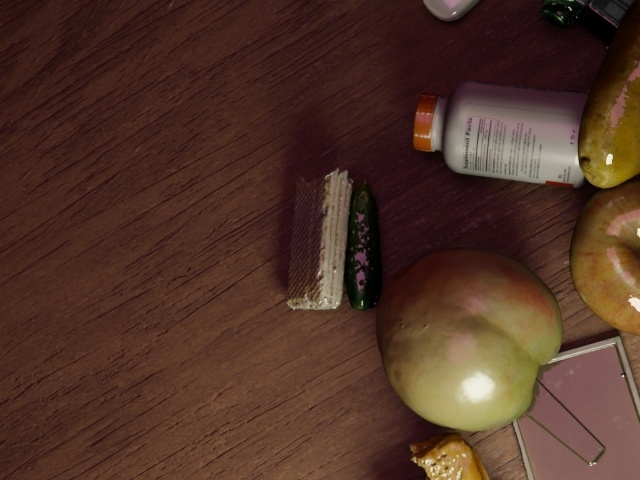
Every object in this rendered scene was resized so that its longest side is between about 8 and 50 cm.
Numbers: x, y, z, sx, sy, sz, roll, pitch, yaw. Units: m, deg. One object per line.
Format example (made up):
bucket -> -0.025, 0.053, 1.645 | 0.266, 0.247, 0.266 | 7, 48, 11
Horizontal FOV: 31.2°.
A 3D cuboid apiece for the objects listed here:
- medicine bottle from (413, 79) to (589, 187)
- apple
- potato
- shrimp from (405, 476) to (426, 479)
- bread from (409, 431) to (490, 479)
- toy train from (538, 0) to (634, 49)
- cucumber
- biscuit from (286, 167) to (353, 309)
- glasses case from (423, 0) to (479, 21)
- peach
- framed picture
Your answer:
medicine bottle -> 0.301, -0.180, 1.886 | 0.288, 0.157, 0.157 | 8, 83, 13
apple -> 0.513, 0.030, 1.790 | 0.260, 0.194, 0.261 | -1, 84, 11
potato -> 0.507, -0.246, 1.767 | 0.176, 0.195, 0.369 | 33, 74, 6
shrimp -> 0.201, 0.435, 1.869 | 0.223, 0.047, 0.126 | -22, 67, 9
bread -> 0.219, 0.491, 1.782 | 0.185, 0.109, 0.381 | -24, 92, 10
toy train -> 0.513, -0.471, 1.909 | 0.178, 0.138, 0.330 | 38, 88, 5
cucumber -> 0.073, 0.007, 1.951 | 0.069, 0.069, 0.228 | -2, 79, 11
biscuit -> 0.000, 0.000, 1.945 | 0.108, 0.061, 0.239 | -6, 77, 53
glasses case -> 0.274, -0.480, 1.989 | 0.233, 0.059, 0.092 | -44, 77, 3
peach -> 0.226, 0.148, 1.801 | 0.292, 0.247, 0.292 | 0, 96, 2
framed picture -> 0.425, 0.321, 1.851 | 0.211, 0.020, 0.290 | -17, 78, 8
